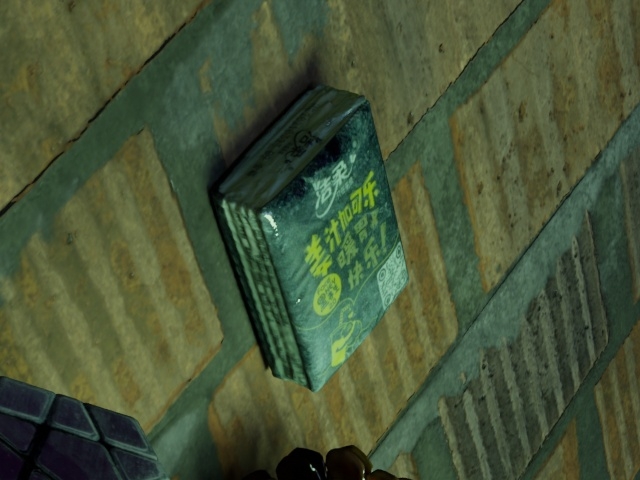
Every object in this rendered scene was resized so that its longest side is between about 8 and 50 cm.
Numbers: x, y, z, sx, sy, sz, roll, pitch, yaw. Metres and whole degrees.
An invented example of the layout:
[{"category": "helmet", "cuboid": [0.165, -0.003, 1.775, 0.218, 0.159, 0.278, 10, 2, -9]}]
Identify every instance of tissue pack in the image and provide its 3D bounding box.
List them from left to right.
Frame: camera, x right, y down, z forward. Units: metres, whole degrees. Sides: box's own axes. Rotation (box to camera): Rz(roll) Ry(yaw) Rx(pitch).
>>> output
[{"category": "tissue pack", "cuboid": [0.000, 0.000, 1.716, 0.185, 0.081, 0.257, -49, 141, -33]}]

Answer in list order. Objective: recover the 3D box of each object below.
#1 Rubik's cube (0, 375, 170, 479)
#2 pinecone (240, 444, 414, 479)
[{"category": "Rubik's cube", "cuboid": [-0.243, 0.264, 1.309, 0.264, 0.319, 0.319, -14, 119, -25]}, {"category": "pinecone", "cuboid": [0.005, 0.326, 1.720, 0.264, 0.264, 0.264, -30, 129, -46]}]
